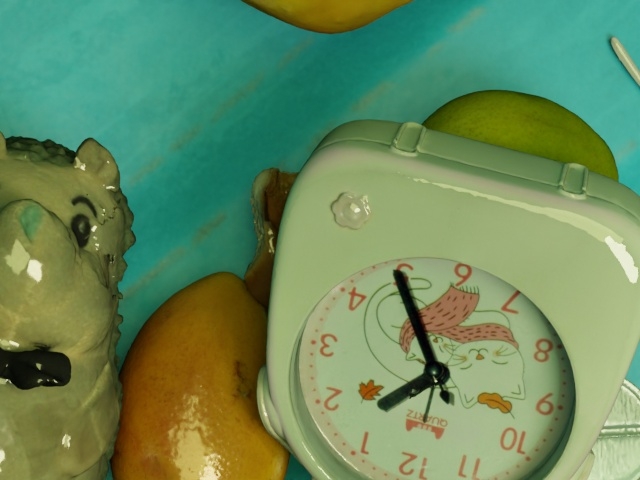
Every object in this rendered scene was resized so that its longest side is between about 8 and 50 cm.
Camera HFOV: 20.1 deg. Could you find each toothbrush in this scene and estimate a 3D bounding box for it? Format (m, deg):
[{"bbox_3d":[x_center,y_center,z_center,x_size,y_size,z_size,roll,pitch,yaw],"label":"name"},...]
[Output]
[{"bbox_3d":[0.286,-0.101,1.517,0.017,0.014,0.162,-34,90,5],"label":"toothbrush"}]

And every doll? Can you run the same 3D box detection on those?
[{"bbox_3d":[-0.246,0.089,1.311,0.247,0.247,0.349,16,79,-7],"label":"doll"}]

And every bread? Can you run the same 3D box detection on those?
[{"bbox_3d":[0.000,0.000,1.426,0.129,0.044,0.126,1,81,-34],"label":"bread"}]

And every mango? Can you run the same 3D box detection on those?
[{"bbox_3d":[-0.090,0.127,1.393,0.141,0.102,0.217,8,73,10],"label":"mango"}]

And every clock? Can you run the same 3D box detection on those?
[{"bbox_3d":[0.086,0.086,1.327,0.265,0.108,0.324,15,113,4],"label":"clock"}]

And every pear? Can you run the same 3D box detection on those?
[{"bbox_3d":[0.131,-0.013,1.411,0.180,0.166,0.216,43,81,-15],"label":"pear"}]

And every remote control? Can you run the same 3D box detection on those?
[{"bbox_3d":[0.150,0.160,1.455,0.247,0.052,0.104,-1,84,-8],"label":"remote control"}]

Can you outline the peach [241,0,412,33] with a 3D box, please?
[{"bbox_3d":[0.005,-0.327,1.375,0.289,0.289,0.308,5,46,-8],"label":"peach"}]
